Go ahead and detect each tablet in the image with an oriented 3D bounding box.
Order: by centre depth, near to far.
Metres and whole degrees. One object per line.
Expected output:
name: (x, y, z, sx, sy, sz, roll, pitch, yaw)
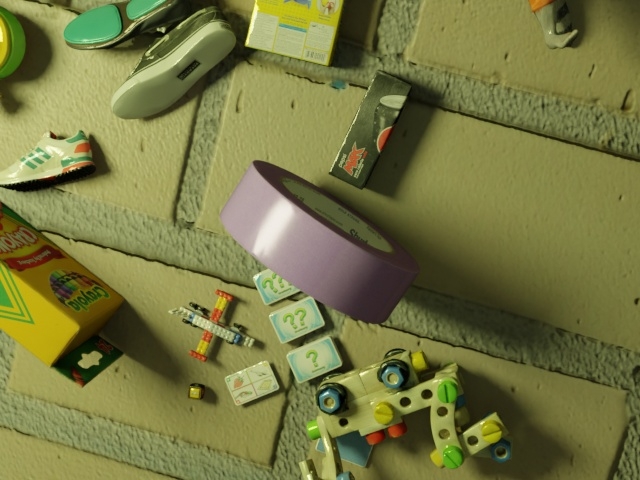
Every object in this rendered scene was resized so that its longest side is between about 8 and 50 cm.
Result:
tablet: (0.039, 0.314, 1.545, 0.083, 0.006, 0.054, 19, 99, 3)

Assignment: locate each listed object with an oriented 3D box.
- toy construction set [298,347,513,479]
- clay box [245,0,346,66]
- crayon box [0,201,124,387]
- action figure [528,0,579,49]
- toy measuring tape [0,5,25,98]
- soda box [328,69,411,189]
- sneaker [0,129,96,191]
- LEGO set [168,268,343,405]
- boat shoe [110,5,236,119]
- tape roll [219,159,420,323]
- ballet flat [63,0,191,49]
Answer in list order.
toy construction set: (0.105, 0.283, 1.471, 0.327, 0.151, 0.215, -23, 95, -2)
clay box: (-0.021, -0.373, 1.434, 0.127, 0.053, 0.222, 15, 98, 5)
crayon box: (-0.423, 0.069, 1.469, 0.318, 0.202, 0.081, 38, 100, -1)
action figure: (0.231, -0.391, 1.345, 0.330, 0.178, 0.341, 45, 76, 4)
toy measuring tape: (-0.497, -0.355, 1.463, 0.121, 0.121, 0.330, 1, 98, 7)
soda box: (0.073, -0.161, 1.452, 0.060, 0.053, 0.169, 26, 100, 3)
sneaker: (-0.423, -0.124, 1.521, 0.161, 0.057, 0.075, -12, 80, 10)
LEGO set: (-0.113, 0.155, 1.517, 0.244, 0.060, 0.183, -23, 91, 10)
boat shoe: (-0.222, -0.261, 1.469, 0.219, 0.078, 0.070, -33, 57, 12)
tape roll: (0.000, 0.000, 1.370, 0.274, 0.275, 0.090, 33, 100, 1)
ballet flat: (-0.276, -0.318, 1.458, 0.203, 0.074, 0.074, -20, 95, 17)
